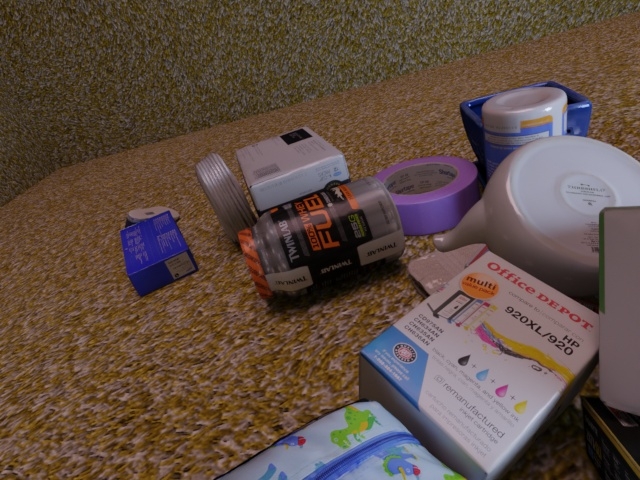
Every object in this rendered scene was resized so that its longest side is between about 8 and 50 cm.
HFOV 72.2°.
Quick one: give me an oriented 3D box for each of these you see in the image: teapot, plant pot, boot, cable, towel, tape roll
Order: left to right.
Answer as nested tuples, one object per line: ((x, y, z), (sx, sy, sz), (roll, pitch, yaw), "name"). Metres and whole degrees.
((-0.569, -0.061, 1.474), (0.069, 0.086, 0.190), (44, 27, 24), "boot")
((-0.260, -0.115, 1.208), (0.089, 0.257, 0.257), (-29, 32, -11), "cable")
((0.258, -0.120, 1.116), (0.275, 0.090, 0.274), (-14, 28, 7), "tape roll")
((0.286, 0.081, 0.787), (0.187, 0.049, 0.282), (-21, 29, -7), "towel")
((0.487, -0.239, 1.074), (0.236, 0.212, 0.236), (-10, 29, 11), "plant pot")
((0.354, -0.016, 0.654), (0.253, 0.187, 0.256), (-38, 67, -19), "teapot")

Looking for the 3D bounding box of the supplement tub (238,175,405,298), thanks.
((0.000, 0.000, 0.931), (0.316, 0.193, 0.193), (-21, 29, -6), "supplement tub")

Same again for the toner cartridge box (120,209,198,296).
((-0.474, 0.023, 1.266), (0.165, 0.075, 0.348), (-25, 30, -16), "toner cartridge box")

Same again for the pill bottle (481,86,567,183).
((0.420, -0.159, 0.904), (0.153, 0.271, 0.152), (-12, 29, 7), "pill bottle")

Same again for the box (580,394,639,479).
((0.381, 0.200, 0.331), (0.257, 0.079, 0.322), (-5, -3, 19), "box")

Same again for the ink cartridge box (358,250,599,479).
((0.188, 0.163, 0.528), (0.233, 0.168, 0.171), (-31, 49, -25), "ink cartridge box")

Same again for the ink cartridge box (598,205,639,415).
((0.423, 0.062, 0.469), (0.278, 0.201, 0.117), (-3, 2, -33), "ink cartridge box")

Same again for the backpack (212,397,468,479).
((-0.022, 0.301, 0.360), (0.274, 0.289, 0.356), (19, 37, 35), "backpack")

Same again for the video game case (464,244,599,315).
((0.418, 0.046, 0.734), (0.285, 0.025, 0.204), (18, 35, 35), "video game case")

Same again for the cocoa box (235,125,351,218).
((-0.066, -0.131, 1.159), (0.232, 0.227, 0.347), (-21, 29, -7), "cocoa box")
